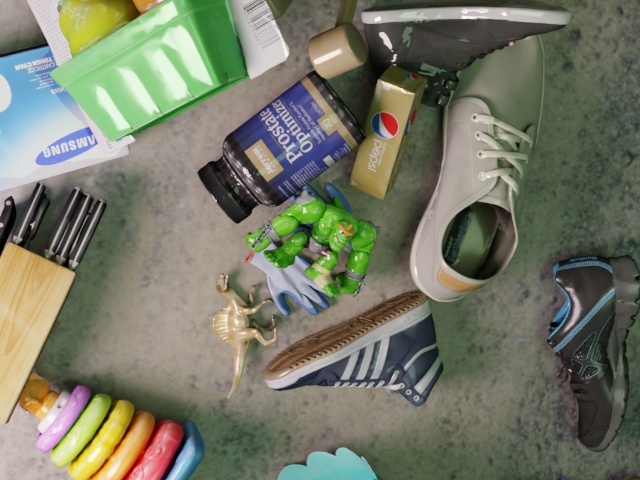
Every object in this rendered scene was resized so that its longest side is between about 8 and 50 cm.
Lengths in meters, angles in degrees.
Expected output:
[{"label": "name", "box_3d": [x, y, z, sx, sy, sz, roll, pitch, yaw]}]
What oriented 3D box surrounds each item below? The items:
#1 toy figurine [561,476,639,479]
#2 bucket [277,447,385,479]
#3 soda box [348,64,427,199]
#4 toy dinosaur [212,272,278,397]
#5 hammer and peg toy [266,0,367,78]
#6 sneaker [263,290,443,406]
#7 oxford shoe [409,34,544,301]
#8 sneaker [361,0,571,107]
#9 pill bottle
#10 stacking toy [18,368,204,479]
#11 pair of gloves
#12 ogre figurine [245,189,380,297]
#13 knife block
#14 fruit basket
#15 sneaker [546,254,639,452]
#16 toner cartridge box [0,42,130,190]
[{"label": "toy figurine", "box_3d": [0.417, 0.480, 1.750, 0.362, 0.191, 0.217, -42, 107, -9]}, {"label": "bucket", "box_3d": [0.023, 0.466, 1.555, 0.281, 0.281, 0.183, -49, 117, -5]}, {"label": "soda box", "box_3d": [0.095, -0.152, 1.510, 0.058, 0.061, 0.181, 23, 126, 12]}, {"label": "toy dinosaur", "box_3d": [-0.111, 0.132, 1.557, 0.093, 0.053, 0.183, -7, 96, -3]}, {"label": "hammer and peg toy", "box_3d": [-0.071, -0.381, 1.361, 0.127, 0.266, 0.361, -23, 113, 22]}, {"label": "sneaker", "box_3d": [0.061, 0.200, 1.600, 0.282, 0.099, 0.153, -24, 106, -18]}, {"label": "oxford shoe", "box_3d": [0.255, -0.122, 1.579, 0.169, 0.130, 0.449, 18, 85, -19]}, {"label": "sneaker", "box_3d": [0.210, -0.270, 1.530, 0.296, 0.104, 0.146, -2, 109, 6]}, {"label": "pill bottle", "box_3d": [-0.056, -0.124, 1.467, 0.219, 0.123, 0.123, -37, 112, 4]}, {"label": "stacking toy", "box_3d": [-0.323, 0.260, 1.455, 0.302, 0.175, 0.165, 37, 88, -11]}, {"label": "pair of gloves", "box_3d": [-0.015, 0.017, 1.576, 0.159, 0.023, 0.198, 37, 86, -23]}, {"label": "ogre figurine", "box_3d": [0.000, 0.000, 1.520, 0.197, 0.097, 0.118, 31, 106, -10]}, {"label": "knife block", "box_3d": [-0.363, 0.072, 1.379, 0.242, 0.088, 0.275, -21, 87, -14]}, {"label": "fruit basket", "box_3d": [-0.219, -0.314, 1.242, 0.165, 0.327, 0.353, -23, 91, -55]}, {"label": "sneaker", "box_3d": [0.439, 0.183, 1.748, 0.140, 0.125, 0.340, 3, 104, 7]}, {"label": "toner cartridge box", "box_3d": [-0.437, -0.144, 1.356, 0.348, 0.075, 0.165, -19, 108, -16]}]
